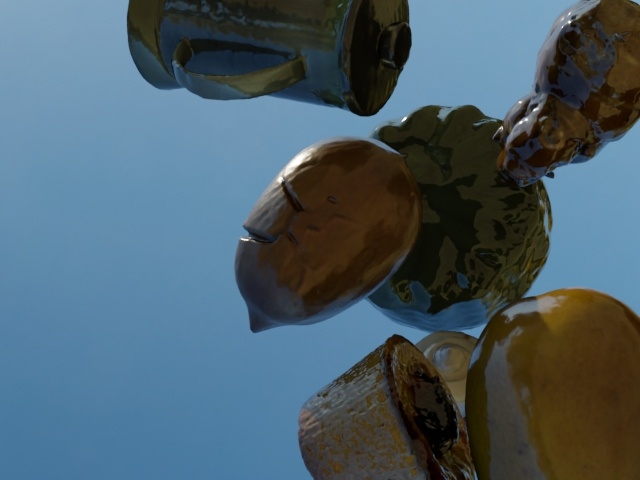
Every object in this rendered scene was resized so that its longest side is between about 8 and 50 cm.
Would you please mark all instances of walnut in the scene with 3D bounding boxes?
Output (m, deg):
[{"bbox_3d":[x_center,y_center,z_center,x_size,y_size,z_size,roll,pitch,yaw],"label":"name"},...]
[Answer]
[{"bbox_3d":[0.000,0.000,1.197,0.203,0.203,0.297,37,-89,-27],"label":"walnut"}]

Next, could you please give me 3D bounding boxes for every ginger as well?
[{"bbox_3d":[0.342,-0.190,1.235,0.153,0.274,0.357,28,-161,6],"label":"ginger"}]

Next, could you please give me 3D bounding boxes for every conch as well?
[{"bbox_3d":[0.201,0.207,1.372,0.255,0.158,0.127,74,-153,-65],"label":"conch"}]

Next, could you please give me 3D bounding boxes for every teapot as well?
[{"bbox_3d":[-0.063,-0.250,1.165,0.270,0.337,0.200,-51,-35,-45],"label":"teapot"}]

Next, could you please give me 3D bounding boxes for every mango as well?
[{"bbox_3d":[0.272,0.237,1.019,0.264,0.221,0.377,-11,-81,-77],"label":"mango"}]

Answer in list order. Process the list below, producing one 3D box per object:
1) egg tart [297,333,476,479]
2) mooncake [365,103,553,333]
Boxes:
[{"bbox_3d":[0.083,0.229,1.096,0.215,0.171,0.215,50,-157,-30],"label":"egg tart"},{"bbox_3d":[0.182,-0.038,1.488,0.194,0.357,0.356,43,-141,-63],"label":"mooncake"}]
